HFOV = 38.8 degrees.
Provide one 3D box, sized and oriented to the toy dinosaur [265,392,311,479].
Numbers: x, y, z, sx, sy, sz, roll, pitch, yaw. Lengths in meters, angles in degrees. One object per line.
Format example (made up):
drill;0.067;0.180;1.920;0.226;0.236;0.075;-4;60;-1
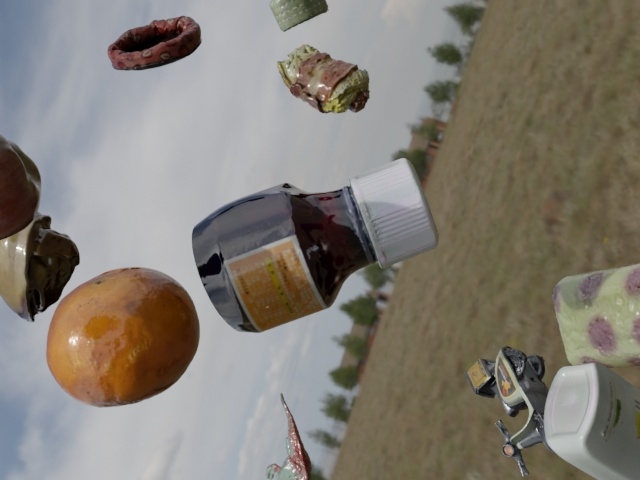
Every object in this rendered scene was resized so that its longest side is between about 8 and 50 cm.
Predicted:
toy dinosaur;-0.044;0.397;1.637;0.167;0.053;0.242;-18;69;60

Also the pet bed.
pet bed;-0.336;-0.404;1.863;0.201;0.201;0.054;-67;-29;-52

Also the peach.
peach;-0.450;-0.073;1.191;0.152;0.152;0.152;18;-90;-86

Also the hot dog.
hot dog;0.004;-0.323;1.877;0.146;0.213;0.103;-34;-36;-37

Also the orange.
orange;-0.359;0.171;1.648;0.284;0.283;0.226;-64;-42;-64

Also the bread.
bread;0.568;0.126;1.586;0.338;0.155;0.187;-18;84;61

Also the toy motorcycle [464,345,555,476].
toy motorcycle;0.395;0.324;1.778;0.157;0.090;0.263;-50;40;27

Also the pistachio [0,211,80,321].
pistachio;-0.436;0.040;1.383;0.210;0.130;0.165;122;149;-49

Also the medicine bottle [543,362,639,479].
medicine bottle;0.500;0.324;1.483;0.111;0.296;0.161;-19;44;50

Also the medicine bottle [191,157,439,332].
medicine bottle;0.000;0.000;1.569;0.242;0.394;0.243;-19;-90;-81

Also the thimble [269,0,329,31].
thimble;-0.036;-0.430;1.663;0.110;0.062;0.084;-34;17;-34
